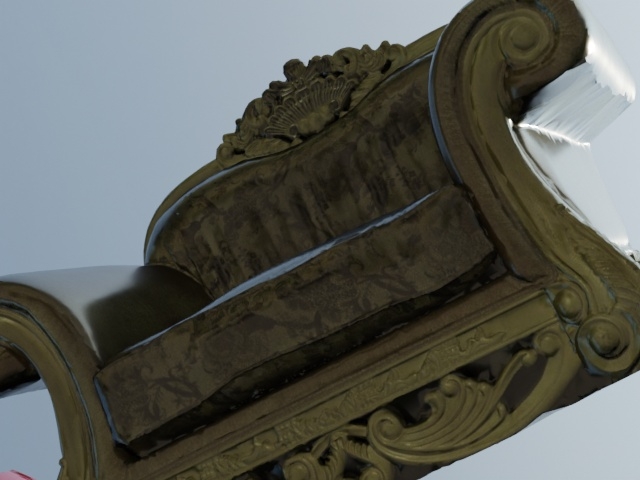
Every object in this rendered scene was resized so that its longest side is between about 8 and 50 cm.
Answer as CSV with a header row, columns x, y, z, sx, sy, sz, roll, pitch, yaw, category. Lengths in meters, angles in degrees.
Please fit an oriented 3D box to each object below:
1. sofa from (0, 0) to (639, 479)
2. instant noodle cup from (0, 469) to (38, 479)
x,y,z,sx,sy,sz,roll,pitch,yaw,category
0.000,0.000,0.490,0.258,0.200,0.182,-28,-96,16,sofa
-0.132,0.219,0.587,0.182,0.258,0.302,28,-78,8,instant noodle cup
